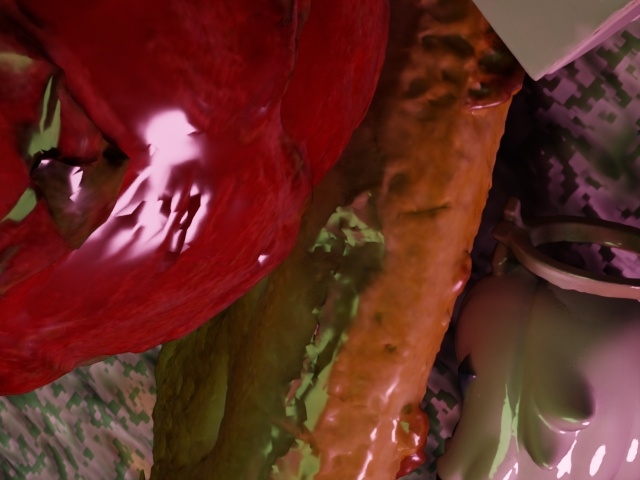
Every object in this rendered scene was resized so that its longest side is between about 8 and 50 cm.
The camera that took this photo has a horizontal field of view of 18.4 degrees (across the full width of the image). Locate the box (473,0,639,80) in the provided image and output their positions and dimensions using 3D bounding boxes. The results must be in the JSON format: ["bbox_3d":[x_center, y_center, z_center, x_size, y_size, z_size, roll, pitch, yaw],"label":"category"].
[{"bbox_3d":[0.089,-0.155,0.482,0.155,0.243,0.067,51,138,2],"label":"box"}]

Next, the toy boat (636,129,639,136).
[{"bbox_3d":[0.205,0.018,0.603,0.098,0.109,0.238,-42,85,12],"label":"toy boat"}]

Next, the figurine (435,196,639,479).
[{"bbox_3d":[0.091,0.063,0.713,0.132,0.132,0.154,20,116,30],"label":"figurine"}]

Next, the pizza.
[{"bbox_3d":[0.000,0.000,0.724,0.226,0.086,0.336,-145,68,-73],"label":"pizza"}]

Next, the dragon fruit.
[{"bbox_3d":[-0.095,-0.089,0.579,0.244,0.299,0.244,7,126,10],"label":"dragon fruit"}]
